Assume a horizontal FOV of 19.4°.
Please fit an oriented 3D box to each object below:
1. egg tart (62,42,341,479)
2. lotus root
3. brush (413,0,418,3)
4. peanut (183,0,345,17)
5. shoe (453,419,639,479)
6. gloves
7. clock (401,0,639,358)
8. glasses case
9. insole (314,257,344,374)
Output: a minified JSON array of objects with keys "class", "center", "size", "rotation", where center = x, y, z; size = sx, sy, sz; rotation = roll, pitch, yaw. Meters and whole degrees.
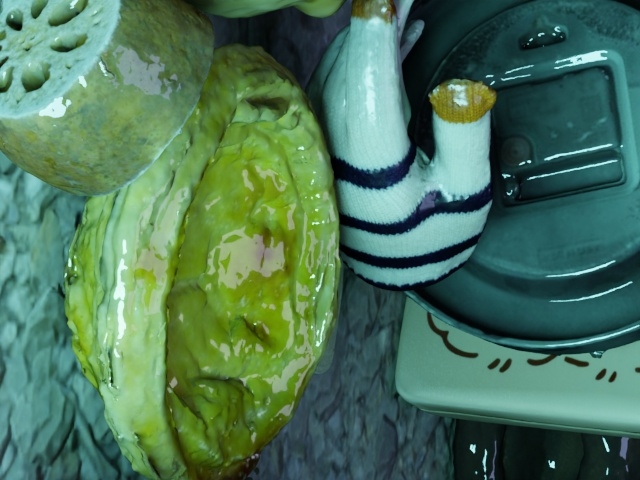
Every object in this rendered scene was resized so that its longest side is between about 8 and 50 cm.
[{"class":"egg tart","center":[-0.073,0.020,1.116],"size":[0.279,0.095,0.278],"rotation":[-31,126,-58]},{"class":"lotus root","center":[-0.120,-0.089,0.987],"size":[0.081,0.112,0.122],"rotation":[45,55,-47]},{"class":"brush","center":[0.006,-0.316,1.271],"size":[0.070,0.065,0.327],"rotation":[-24,105,-52]},{"class":"peanut","center":[-0.064,-0.231,1.027],"size":[0.387,0.170,0.192],"rotation":[38,30,-63]},{"class":"shoe","center":[0.226,0.093,1.595],"size":[0.237,0.171,0.383],"rotation":[15,87,-66]},{"class":"gloves","center":[0.039,-0.073,1.234],"size":[0.131,0.140,0.218],"rotation":[-28,134,-6]},{"class":"clock","center":[0.173,-0.067,1.340],"size":[0.061,0.313,0.312],"rotation":[37,60,-64]},{"class":"glasses case","center":[0.226,0.075,1.416],"size":[0.076,0.336,0.144],"rotation":[32,64,-59]},{"class":"insole","center":[0.000,0.000,1.330],"size":[0.063,0.010,0.192],"rotation":[-17,109,-60]}]
